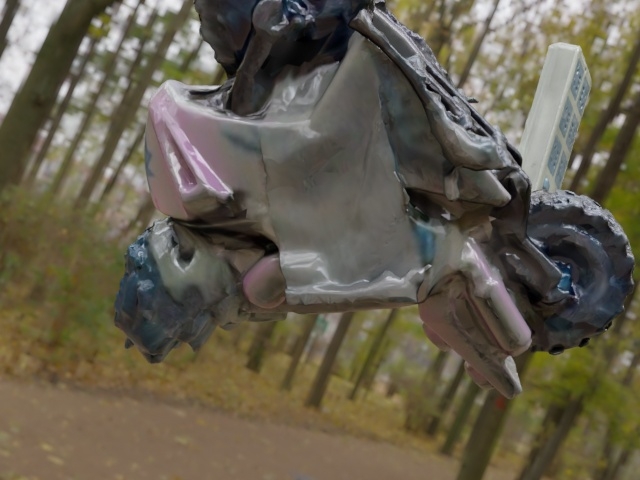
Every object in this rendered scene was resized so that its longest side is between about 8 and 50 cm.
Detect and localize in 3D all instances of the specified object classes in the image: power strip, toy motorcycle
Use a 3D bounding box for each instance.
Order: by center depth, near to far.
[{"bbox_3d":[0.000,-0.002,0.584,0.239,0.204,0.108,47,15,0],"label":"toy motorcycle"},{"bbox_3d":[0.211,-0.091,1.206,0.035,0.192,0.081,12,-15,22],"label":"power strip"}]
